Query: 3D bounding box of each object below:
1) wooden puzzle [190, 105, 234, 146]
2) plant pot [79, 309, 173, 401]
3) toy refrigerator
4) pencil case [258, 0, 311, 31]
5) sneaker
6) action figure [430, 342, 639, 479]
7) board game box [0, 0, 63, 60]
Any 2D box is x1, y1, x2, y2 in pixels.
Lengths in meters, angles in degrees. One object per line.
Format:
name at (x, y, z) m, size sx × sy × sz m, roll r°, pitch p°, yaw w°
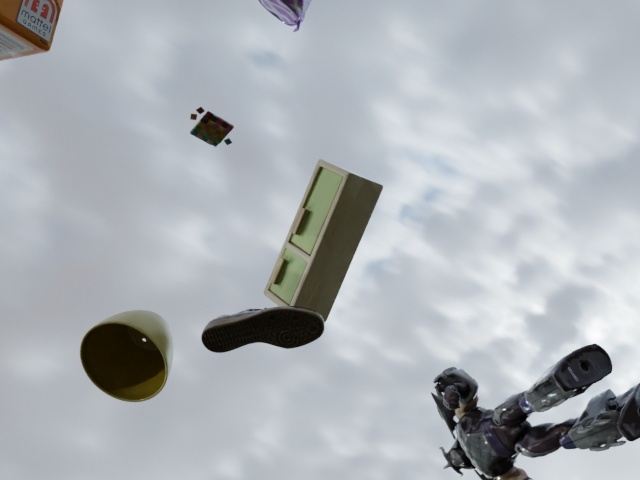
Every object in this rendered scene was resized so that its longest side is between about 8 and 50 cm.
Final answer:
wooden puzzle at (-0.169, -0.172, 1.189) m, size 0.083 × 0.006 × 0.049 m, roll 27°, pitch -56°, yaw -32°
plant pot at (-0.270, 0.155, 1.130) m, size 0.134 × 0.095 × 0.134 m, roll 5°, pitch -65°, yaw 11°
toy refrigerator at (0.000, 0.000, 1.369) m, size 0.094 × 0.102 × 0.270 m, roll 17°, pitch -80°, yaw -38°
pencil case at (-0.010, -0.423, 1.156) m, size 0.088 × 0.086 × 0.206 m, roll 39°, pitch -95°, yaw -21°
sneaker at (-0.084, 0.121, 1.144) m, size 0.188 × 0.071 × 0.066 m, roll -7°, pitch -70°, yaw 11°
action figure at (0.207, 0.201, 0.814) m, size 0.185 × 0.099 × 0.285 m, roll 49°, pitch -39°, yaw 6°
board game box at (-0.570, -0.469, 1.010) m, size 0.356 × 0.357 × 0.356 m, roll 0°, pitch -17°, yaw 31°
